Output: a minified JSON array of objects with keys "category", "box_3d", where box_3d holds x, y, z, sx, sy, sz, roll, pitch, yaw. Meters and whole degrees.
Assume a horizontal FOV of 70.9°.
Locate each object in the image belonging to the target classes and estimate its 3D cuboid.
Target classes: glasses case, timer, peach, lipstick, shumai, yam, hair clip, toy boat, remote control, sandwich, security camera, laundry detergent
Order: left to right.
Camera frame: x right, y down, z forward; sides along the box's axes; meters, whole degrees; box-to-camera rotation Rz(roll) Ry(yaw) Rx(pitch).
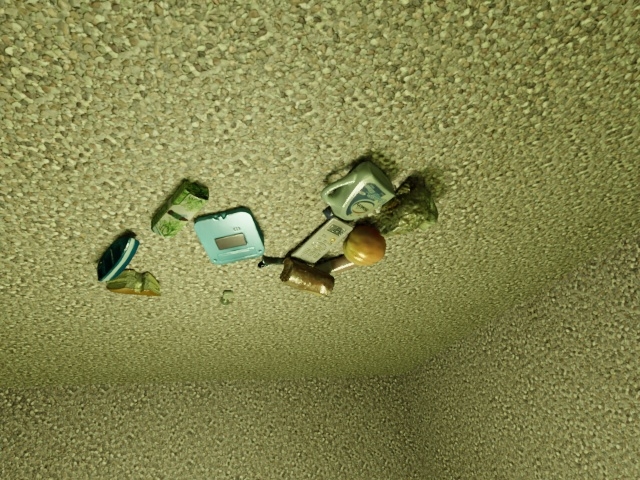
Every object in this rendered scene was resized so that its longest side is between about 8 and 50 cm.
[{"category":"toy boat","box_3d":[-0.802,0.068,1.786,0.061,0.096,0.299,10,142,-46]},{"category":"sandwich","box_3d":[-0.810,0.189,1.976,0.244,0.090,0.088,14,144,-33]},{"category":"glasses case","box_3d":[-0.509,-0.104,1.617,0.095,0.062,0.272,18,138,-38]},{"category":"security camera","box_3d":[-0.471,0.284,2.268,0.058,0.058,0.092,11,130,-30]},{"category":"timer","box_3d":[-0.358,-0.028,1.794,0.231,0.092,0.250,-11,137,4]},{"category":"hair clip","box_3d":[-0.169,0.104,2.064,0.229,0.039,0.070,5,144,-24]},{"category":"yam","box_3d":[-0.063,0.169,2.028,0.238,0.128,0.129,26,126,-24]},{"category":"remote control","box_3d":[0.000,0.000,1.934,0.109,0.055,0.313,26,132,-28]},{"category":"lipstick","box_3d":[0.093,0.114,2.117,0.254,0.070,0.070,-20,147,16]},{"category":"laundry detergent","box_3d":[0.110,-0.164,1.652,0.280,0.106,0.214,-26,145,28]},{"category":"peach","box_3d":[0.189,0.024,1.909,0.184,0.184,0.184,-7,148,-4]},{"category":"shumai","box_3d":[0.360,-0.097,1.747,0.218,0.189,0.256,11,148,-27]}]
